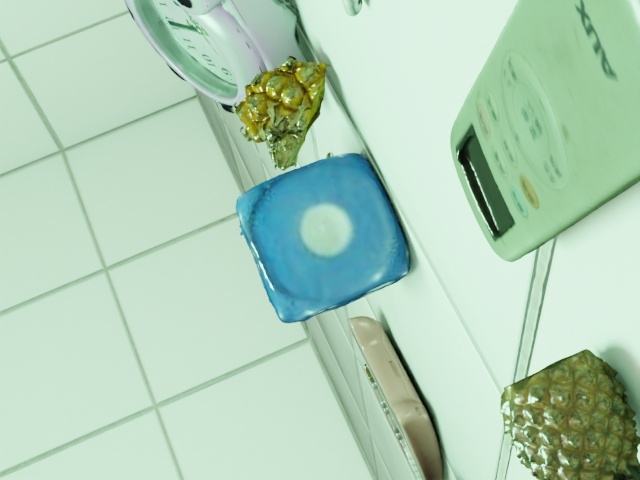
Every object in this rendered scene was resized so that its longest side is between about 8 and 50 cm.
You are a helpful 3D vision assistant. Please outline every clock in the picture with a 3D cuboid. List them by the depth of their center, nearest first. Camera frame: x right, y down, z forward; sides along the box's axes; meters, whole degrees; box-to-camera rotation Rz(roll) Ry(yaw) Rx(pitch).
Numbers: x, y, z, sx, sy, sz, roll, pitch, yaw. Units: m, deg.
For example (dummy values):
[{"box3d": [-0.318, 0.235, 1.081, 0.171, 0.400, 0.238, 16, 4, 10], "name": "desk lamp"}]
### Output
[{"box3d": [-0.126, -0.239, 1.134, 0.248, 0.090, 0.228, 25, 155, 48], "name": "clock"}]

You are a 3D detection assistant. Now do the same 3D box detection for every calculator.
[{"box3d": [0.113, 0.238, 1.449, 0.330, 0.048, 0.220, 72, 171, -58], "name": "calculator"}]

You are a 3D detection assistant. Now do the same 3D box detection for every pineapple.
[{"box3d": [0.158, 0.140, 0.556, 0.159, 0.074, 0.074, 62, 173, 13], "name": "pineapple"}, {"box3d": [-0.032, -0.114, 1.029, 0.077, 0.114, 0.114, 36, -130, -49], "name": "pineapple"}]

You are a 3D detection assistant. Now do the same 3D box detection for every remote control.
[{"box3d": [0.104, -0.053, 0.453, 0.309, 0.038, 0.090, 104, 143, -81], "name": "remote control"}]

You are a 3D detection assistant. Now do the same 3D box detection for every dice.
[{"box3d": [0.000, 0.000, 1.047, 0.146, 0.146, 0.143, 133, 116, -84], "name": "dice"}]

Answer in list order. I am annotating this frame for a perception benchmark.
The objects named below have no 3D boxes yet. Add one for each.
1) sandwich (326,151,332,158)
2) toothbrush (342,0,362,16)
[{"box3d": [0.003, -0.034, 1.228, 0.074, 0.074, 0.116, 78, 168, -57], "name": "sandwich"}, {"box3d": [0.007, -0.246, 0.646, 0.304, 0.030, 0.030, 73, 172, -59], "name": "toothbrush"}]
